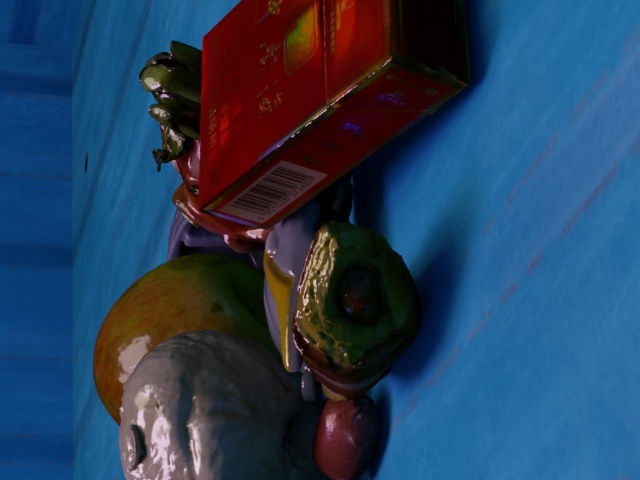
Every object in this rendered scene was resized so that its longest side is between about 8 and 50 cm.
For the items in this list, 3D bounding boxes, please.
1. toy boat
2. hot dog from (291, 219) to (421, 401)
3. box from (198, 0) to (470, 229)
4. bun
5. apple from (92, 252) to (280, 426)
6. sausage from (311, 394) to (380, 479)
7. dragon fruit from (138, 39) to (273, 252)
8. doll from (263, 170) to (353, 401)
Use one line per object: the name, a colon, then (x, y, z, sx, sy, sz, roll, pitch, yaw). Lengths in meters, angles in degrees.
toy boat: (-0.126, 0.007, 1.909, 0.283, 0.127, 0.078, 114, 155, -61)
hot dog: (0.038, 0.072, 1.350, 0.123, 0.093, 0.261, -55, -20, -13)
box: (0.001, -0.163, 1.394, 0.313, 0.089, 0.197, -34, 48, 48)
bun: (-0.082, 0.189, 1.532, 0.153, 0.244, 0.244, -22, 61, 36)
apple: (-0.135, 0.136, 1.815, 0.226, 0.246, 0.246, -49, 29, 16)
sausage: (0.027, 0.185, 1.462, 0.054, 0.059, 0.094, 30, 126, 23)
dragon fruit: (-0.104, -0.099, 1.636, 0.200, 0.269, 0.198, -45, 43, 31)
doll: (-0.002, -0.001, 1.518, 0.145, 0.103, 0.316, 125, 152, -76)
